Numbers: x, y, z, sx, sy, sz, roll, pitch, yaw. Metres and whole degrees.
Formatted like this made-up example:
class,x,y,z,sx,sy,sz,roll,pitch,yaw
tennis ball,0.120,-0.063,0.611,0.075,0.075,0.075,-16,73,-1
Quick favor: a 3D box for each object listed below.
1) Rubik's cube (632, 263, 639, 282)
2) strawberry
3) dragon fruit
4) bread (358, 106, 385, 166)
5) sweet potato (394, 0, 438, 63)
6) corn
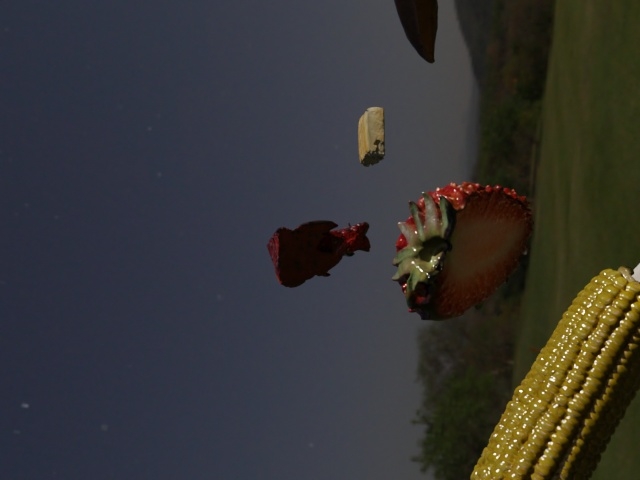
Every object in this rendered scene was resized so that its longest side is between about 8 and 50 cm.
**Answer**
class,x,y,z,sx,sy,sz,roll,pitch,yaw
Rubik's cube,0.691,0.081,1.361,0.291,0.290,0.291,59,138,31
strawberry,0.230,0.011,1.520,0.306,0.138,0.233,-3,-73,-51
dragon fruit,-0.004,-0.006,1.674,0.092,0.192,0.122,-119,12,-64
bread,0.069,-0.138,1.196,0.083,0.035,0.070,111,157,-83
sweet potato,0.074,-0.184,0.704,0.034,0.034,0.095,-28,-70,-77
corn,0.183,0.129,0.681,0.238,0.080,0.080,-59,-15,-6
